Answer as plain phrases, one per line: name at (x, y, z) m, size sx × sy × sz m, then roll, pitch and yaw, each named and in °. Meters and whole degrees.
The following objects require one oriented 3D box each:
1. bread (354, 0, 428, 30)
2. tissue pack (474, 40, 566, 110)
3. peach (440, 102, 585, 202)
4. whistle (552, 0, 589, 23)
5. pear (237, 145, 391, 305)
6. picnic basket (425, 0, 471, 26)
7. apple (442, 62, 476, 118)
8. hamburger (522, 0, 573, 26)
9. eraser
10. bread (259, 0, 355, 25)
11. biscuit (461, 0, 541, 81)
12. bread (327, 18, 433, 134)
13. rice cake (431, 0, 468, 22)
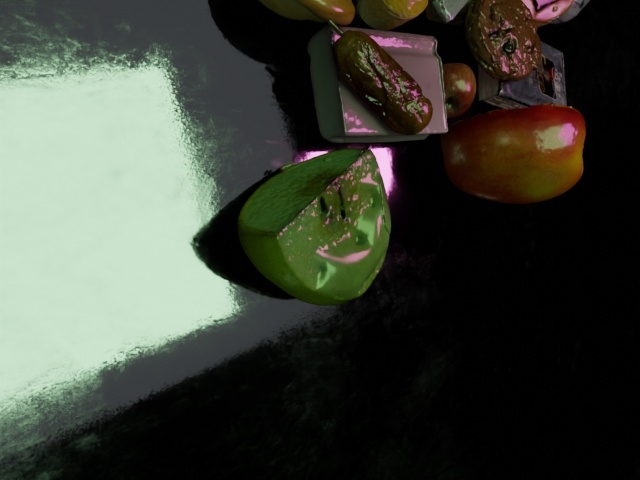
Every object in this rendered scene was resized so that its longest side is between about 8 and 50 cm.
bread at (0.185, -0.657, 1.224) m, size 0.197 × 0.170 × 0.197 m, roll 2°, pitch 86°, yaw -32°
tissue pack at (0.664, -0.540, 1.565) m, size 0.361 × 0.122 × 0.259 m, roll 8°, pitch 81°, yaw -31°
peach at (0.547, -0.237, 1.373) m, size 0.306 × 0.380 × 0.242 m, roll 19°, pitch 75°, yaw -58°
whistle at (0.879, -0.847, 1.697) m, size 0.289 × 0.163 × 0.163 m, roll 3°, pitch 87°, yaw -32°
pear at (0.000, 0.000, 1.058) m, size 0.342 × 0.238 × 0.318 m, roll -45°, pitch 123°, yaw -32°
picnic basket at (0.391, -0.718, 1.415) m, size 0.164 × 0.079 × 0.115 m, roll -6°, pitch 93°, yaw -33°
apple at (0.372, -0.432, 1.357) m, size 0.146 × 0.146 × 0.131 m, roll 27°, pitch 54°, yaw -30°
hamburger at (0.682, -0.830, 1.527) m, size 0.276 × 0.179 × 0.294 m, roll -32°, pitch 118°, yaw 1°
eraser at (0.155, -0.394, 1.229) m, size 0.359 × 0.122 × 0.272 m, roll -12°, pitch 97°, yaw -32°
bread at (-0.034, -0.630, 1.043) m, size 0.315 × 0.211 × 0.270 m, roll 24°, pitch 74°, yaw -18°
biscuit at (0.543, -0.603, 1.387) m, size 0.296 × 0.075 × 0.296 m, roll 3°, pitch 83°, yaw -26°
bread at (0.139, -0.376, 1.097) m, size 0.344 × 0.084 × 0.124 m, roll 39°, pitch 69°, yaw -26°
rice cake at (0.377, -0.711, 1.336) m, size 0.124 × 0.038 × 0.211 m, roll 45°, pitch 67°, yaw -25°
